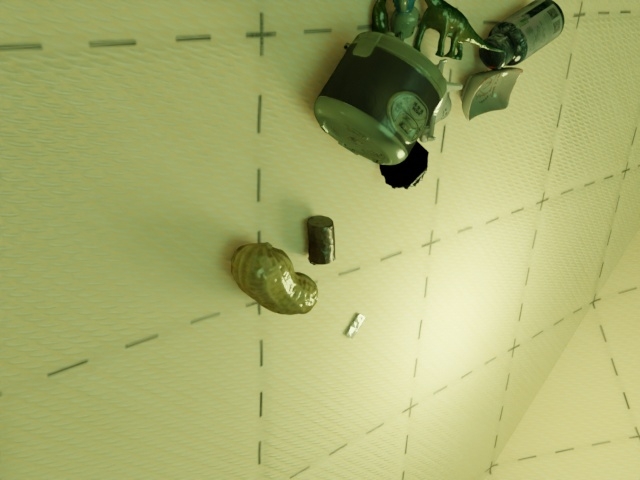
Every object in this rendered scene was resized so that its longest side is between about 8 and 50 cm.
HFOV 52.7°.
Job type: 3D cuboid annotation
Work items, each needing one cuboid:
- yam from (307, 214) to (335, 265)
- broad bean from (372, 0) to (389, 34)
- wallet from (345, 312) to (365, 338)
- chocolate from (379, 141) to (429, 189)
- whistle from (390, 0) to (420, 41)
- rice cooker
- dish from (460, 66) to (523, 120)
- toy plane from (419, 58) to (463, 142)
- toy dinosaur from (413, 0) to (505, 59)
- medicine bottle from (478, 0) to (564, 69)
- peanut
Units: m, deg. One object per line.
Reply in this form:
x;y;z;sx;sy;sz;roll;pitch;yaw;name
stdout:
0.003;0.000;1.790;0.084;0.084;0.127;-23;127;-35;yam
0.159;-0.548;1.692;0.061;0.046;0.195;-24;123;-45;broad bean
0.113;0.274;2.076;0.044;0.011;0.083;37;83;-46;wallet
0.259;-0.214;1.901;0.133;0.156;0.156;18;97;-62;chocolate
0.220;-0.619;1.659;0.235;0.077;0.114;86;15;-46;whistle
0.154;-0.356;1.616;0.288;0.288;0.277;38;82;-46;rice cooker
0.526;-0.476;2.038;0.212;0.077;0.151;-23;144;-34;dish
0.323;-0.395;1.818;0.245;0.117;0.244;8;90;-86;toy plane
0.356;-0.660;1.784;0.447;0.087;0.301;-3;109;-30;toy dinosaur
0.623;-0.638;2.017;0.293;0.141;0.141;-37;131;-26;medicine bottle
-0.114;0.107;1.691;0.325;0.140;0.153;35;67;-48;peanut
